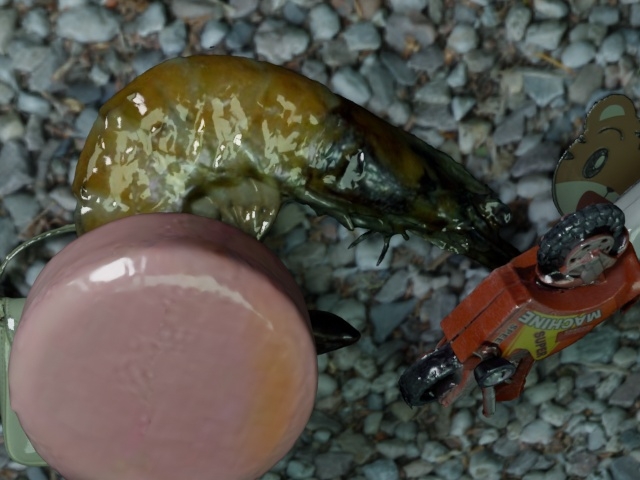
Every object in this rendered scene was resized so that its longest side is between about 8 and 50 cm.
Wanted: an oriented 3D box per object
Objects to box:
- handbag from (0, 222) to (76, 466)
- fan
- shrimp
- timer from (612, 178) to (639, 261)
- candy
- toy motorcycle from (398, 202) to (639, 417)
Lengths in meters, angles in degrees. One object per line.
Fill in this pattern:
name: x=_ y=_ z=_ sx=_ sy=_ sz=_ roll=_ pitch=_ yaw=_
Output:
handbag: x=-0.177 y=0.090 z=0.894 sx=0.256 sy=0.079 sz=0.219 roll=-2 pitch=99 yaw=-13
fan: x=0.277 y=-0.029 z=0.976 sx=0.152 sy=0.008 sz=0.227 roll=28 pitch=105 yaw=-24
shrimp: x=0.000 y=0.000 z=0.860 sx=0.445 sy=0.085 sz=0.272 roll=14 pitch=96 yaw=-25
timer: x=0.410 y=-0.037 z=0.962 sx=0.253 sy=0.078 sz=0.178 roll=-40 pitch=117 yaw=5
candy: x=-0.128 y=0.104 z=0.778 sx=0.255 sy=0.094 sz=0.255 roll=-3 pitch=117 yaw=-6
toy motorcycle: x=0.198 y=0.070 z=0.903 sx=0.171 sy=0.089 sz=0.298 roll=-5 pitch=144 yaw=-42
